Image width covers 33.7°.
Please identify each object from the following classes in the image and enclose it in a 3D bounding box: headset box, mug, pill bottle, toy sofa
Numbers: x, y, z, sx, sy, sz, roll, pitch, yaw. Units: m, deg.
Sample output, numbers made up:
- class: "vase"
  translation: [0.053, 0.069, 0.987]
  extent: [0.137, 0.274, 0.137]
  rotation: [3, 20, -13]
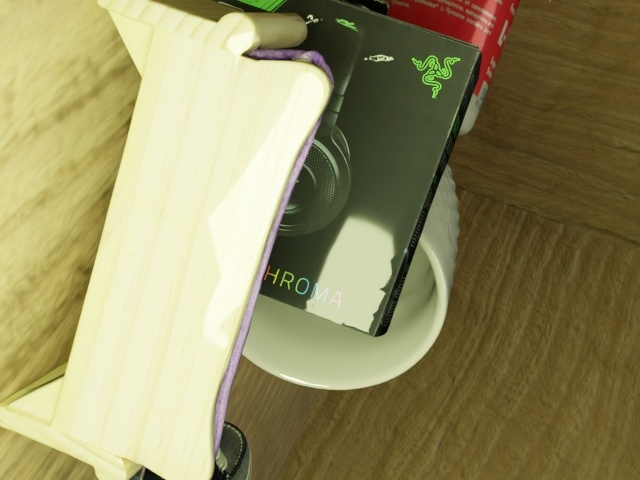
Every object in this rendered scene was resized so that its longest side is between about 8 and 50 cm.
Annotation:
- class: "headset box"
  translation: [-0.008, -0.087, 0.963]
  extent: [0.131, 0.246, 0.283]
  rotation: [22, 89, -82]
- class: "mug"
  translation: [0.000, 0.000, 1.312]
  extent: [0.374, 0.276, 0.328]
  rotation: [-40, -164, 30]
- class: "pill bottle"
  translation: [0.183, -0.379, 1.564]
  extent: [0.229, 0.229, 0.407]
  rotation: [19, 91, -82]
- class: "toy sofa"
  translation: [-0.103, -0.002, 0.808]
  extent: [0.150, 0.177, 0.362]
  rotation: [-41, 149, -72]

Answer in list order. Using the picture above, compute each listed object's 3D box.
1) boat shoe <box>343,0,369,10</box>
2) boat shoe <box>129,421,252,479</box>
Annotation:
- class: "boat shoe"
  translation: [0.072, -0.376, 1.423]
  extent: [0.233, 0.079, 0.084]
  rotation: [-55, -172, -4]
- class: "boat shoe"
  translation: [-0.153, 0.281, 1.305]
  extent: [0.158, 0.127, 0.340]
  rotation: [-65, 174, 25]
